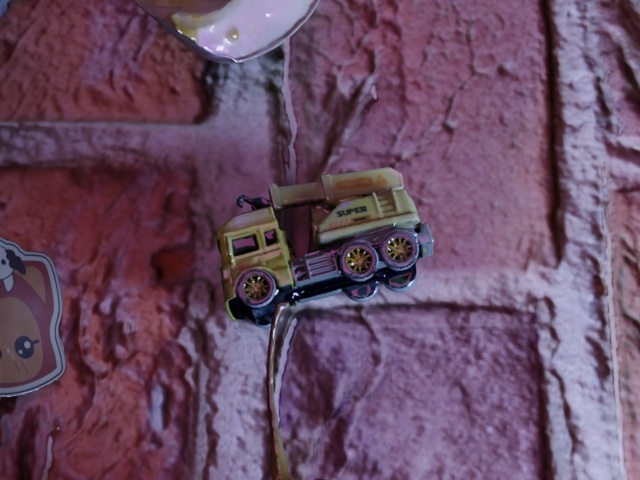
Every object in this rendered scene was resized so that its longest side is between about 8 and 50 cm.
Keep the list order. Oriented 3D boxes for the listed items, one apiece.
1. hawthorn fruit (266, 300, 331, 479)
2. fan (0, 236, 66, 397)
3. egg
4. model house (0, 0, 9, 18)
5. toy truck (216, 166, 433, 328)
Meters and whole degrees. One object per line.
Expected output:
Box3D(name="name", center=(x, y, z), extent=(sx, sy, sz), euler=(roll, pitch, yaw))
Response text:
Box3D(name="hawthorn fruit", center=(-0.024, 0.189, 1.043), extent=(0.165, 0.165, 0.285), euler=(-18, 71, -4))
Box3D(name="fan", center=(-0.254, 0.094, 1.130), extent=(0.132, 0.009, 0.220), euler=(13, 60, -33))
Box3D(name="egg", center=(-0.103, -0.284, 1.236), extent=(0.206, 0.161, 0.271), euler=(-19, 102, -37))
Box3D(name="model house", center=(-0.354, -0.286, 1.176), extent=(0.243, 0.298, 0.284), euler=(12, 40, 7))
Box3D(name="toy truck", center=(0.000, 0.000, 1.159), extent=(0.168, 0.077, 0.100), euler=(-15, 71, -1))
